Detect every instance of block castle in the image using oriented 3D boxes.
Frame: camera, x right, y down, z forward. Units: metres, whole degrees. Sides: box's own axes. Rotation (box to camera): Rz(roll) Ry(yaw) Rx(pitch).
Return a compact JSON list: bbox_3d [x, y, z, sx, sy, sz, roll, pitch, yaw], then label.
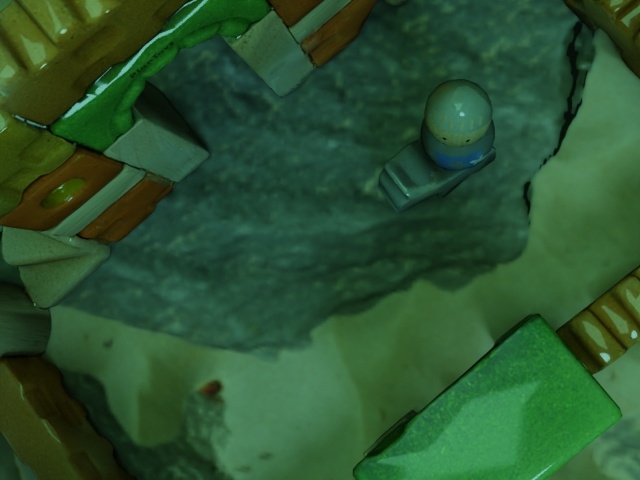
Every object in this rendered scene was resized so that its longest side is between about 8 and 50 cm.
[{"bbox_3d":[0.000,0.000,0.390,0.453,0.213,0.303,-40,79,5],"label":"block castle"}]
